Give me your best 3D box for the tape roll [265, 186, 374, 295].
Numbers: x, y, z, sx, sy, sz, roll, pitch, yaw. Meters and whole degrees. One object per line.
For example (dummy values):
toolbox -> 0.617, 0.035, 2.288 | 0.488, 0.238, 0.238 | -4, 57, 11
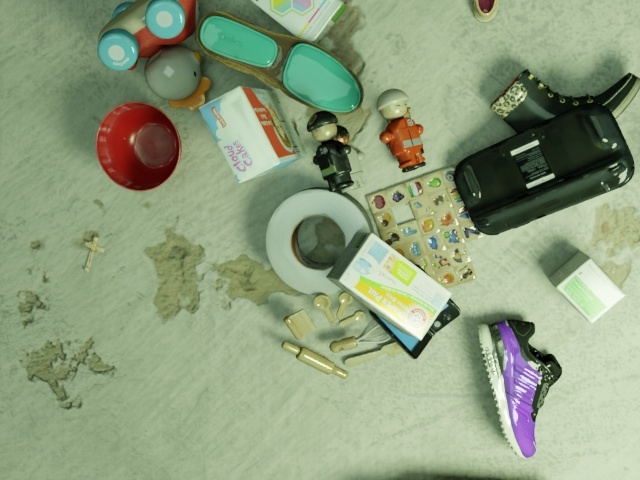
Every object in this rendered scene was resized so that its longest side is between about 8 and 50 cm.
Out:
tape roll -> 0.000, 0.000, 1.460 | 0.219, 0.072, 0.219 | 1, 99, 9

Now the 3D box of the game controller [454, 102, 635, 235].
game controller -> 0.410, -0.128, 1.331 | 0.319, 0.067, 0.166 | -24, 87, 31

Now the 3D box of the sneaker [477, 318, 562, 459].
sneaker -> 0.419, 0.296, 1.424 | 0.146, 0.102, 0.293 | -15, 97, 11

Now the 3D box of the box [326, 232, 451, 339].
box -> 0.131, 0.087, 1.364 | 0.203, 0.103, 0.114 | 36, 83, -11

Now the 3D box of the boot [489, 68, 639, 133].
boot -> 0.456, -0.266, 1.328 | 0.178, 0.085, 0.236 | 45, 110, -2

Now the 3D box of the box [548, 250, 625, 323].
box -> 0.515, 0.089, 1.374 | 0.087, 0.102, 0.101 | -44, 89, 11

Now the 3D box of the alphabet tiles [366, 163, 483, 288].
alphabet tiles -> 0.227, -0.013, 1.453 | 0.198, 0.009, 0.237 | -19, 96, 12

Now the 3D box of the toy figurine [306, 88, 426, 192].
toy figurine -> 0.092, -0.188, 1.344 | 0.213, 0.209, 0.148 | -18, 90, 13

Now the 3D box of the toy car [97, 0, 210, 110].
toy car -> -0.294, -0.371, 1.411 | 0.210, 0.219, 0.238 | -30, 122, 12

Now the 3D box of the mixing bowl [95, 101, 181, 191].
mixing bowl -> -0.362, -0.196, 1.473 | 0.181, 0.098, 0.181 | 1, 99, 9

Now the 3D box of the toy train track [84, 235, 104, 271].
toy train track -> -0.512, 0.031, 1.580 | 0.048, 0.014, 0.083 | 21, 103, 6

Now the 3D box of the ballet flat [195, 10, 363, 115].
ballet flat -> -0.078, -0.344, 1.378 | 0.342, 0.124, 0.116 | 19, 100, -9

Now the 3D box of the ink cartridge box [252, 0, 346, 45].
ink cartridge box -> -0.063, -0.485, 1.394 | 0.209, 0.062, 0.109 | 40, 104, 1

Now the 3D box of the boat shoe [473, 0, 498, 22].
boat shoe -> 0.316, -0.501, 1.329 | 0.063, 0.059, 0.170 | -2, 99, 10

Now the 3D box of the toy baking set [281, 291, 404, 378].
toy baking set -> 0.048, 0.208, 1.477 | 0.256, 0.030, 0.197 | 33, 116, -16

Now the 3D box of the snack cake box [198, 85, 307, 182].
snack cake box -> -0.118, -0.203, 1.346 | 0.089, 0.264, 0.152 | -25, 94, 13

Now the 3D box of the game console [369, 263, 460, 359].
game console -> 0.194, 0.144, 1.439 | 0.124, 0.085, 0.144 | -42, 94, 23
